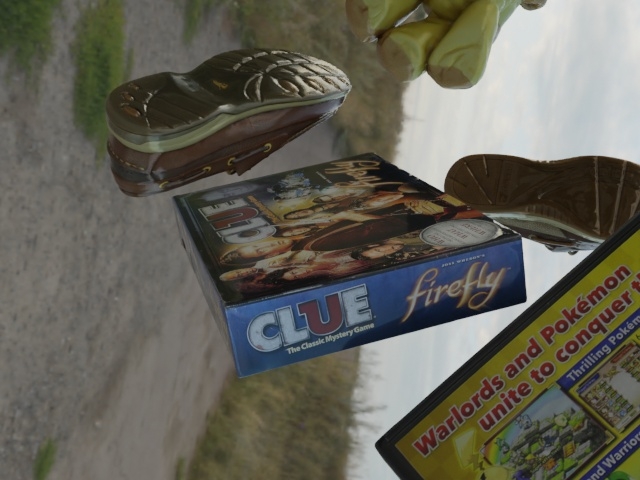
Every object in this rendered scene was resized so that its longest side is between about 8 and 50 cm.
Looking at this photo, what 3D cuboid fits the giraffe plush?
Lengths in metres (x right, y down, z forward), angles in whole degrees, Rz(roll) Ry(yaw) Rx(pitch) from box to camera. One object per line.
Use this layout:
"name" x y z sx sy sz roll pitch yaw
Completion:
"giraffe plush" 0.151 -0.259 0.897 0.210 0.181 0.170 -44 170 17

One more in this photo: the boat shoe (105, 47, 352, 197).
"boat shoe" -0.055 -0.074 0.518 0.178 0.064 0.060 -25 144 -40

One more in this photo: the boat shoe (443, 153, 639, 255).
"boat shoe" 0.351 -0.043 1.198 0.123 0.342 0.123 51 51 -60

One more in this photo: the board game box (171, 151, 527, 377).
"board game box" 0.000 0.000 0.546 0.243 0.165 0.042 -136 -146 -67

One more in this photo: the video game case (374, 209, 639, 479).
"video game case" 0.205 0.097 0.394 0.275 0.248 0.035 -40 142 -6
